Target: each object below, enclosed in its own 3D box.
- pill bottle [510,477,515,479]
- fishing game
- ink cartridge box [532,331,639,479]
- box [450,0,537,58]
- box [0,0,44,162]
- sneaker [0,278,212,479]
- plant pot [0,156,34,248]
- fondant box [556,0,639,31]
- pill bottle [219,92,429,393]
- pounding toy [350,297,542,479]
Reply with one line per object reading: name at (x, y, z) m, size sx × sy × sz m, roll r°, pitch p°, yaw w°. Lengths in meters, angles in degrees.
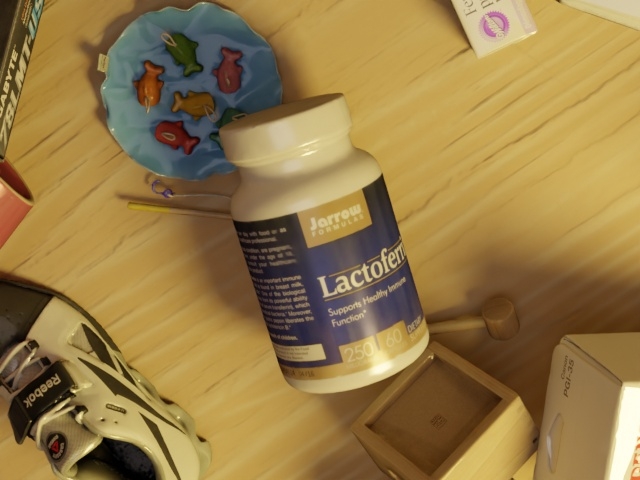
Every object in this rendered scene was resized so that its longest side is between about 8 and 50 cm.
pill bottle at (0.180, 0.392, 1.171) m, size 0.162 × 0.162 × 0.278 m, roll -22°, pitch 102°, yaw 11°
fishing game at (-0.131, -0.147, 1.120) m, size 0.189 × 0.041 × 0.264 m, roll 10°, pitch 106°, yaw 0°
ink cartridge box at (0.362, 0.201, 1.076) m, size 0.283 × 0.117 × 0.207 m, roll 0°, pitch 107°, yaw -17°
box at (0.105, -0.328, 1.032) m, size 0.063 × 0.067 × 0.324 m, roll -24°, pitch 101°, yaw 12°
box at (-0.408, -0.240, 1.045) m, size 0.293 × 0.073 × 0.296 m, roll 10°, pitch 79°, yaw 5°
sneaker at (-0.260, 0.167, 1.166) m, size 0.330 × 0.146 × 0.122 m, roll 38°, pitch 107°, yaw -4°
plant pot at (-0.393, -0.028, 1.111) m, size 0.180 × 0.201 × 0.201 m, roll -40°, pitch 98°, yaw -2°
fondant box at (0.255, -0.297, 0.886) m, size 0.096 × 0.330 × 0.238 m, roll 18°, pitch 106°, yaw 2°
pill bottle at (0.000, 0.000, 1.087) m, size 0.153 × 0.153 × 0.265 m, roll -15°, pitch 103°, yaw 10°
pounding toy at (0.138, 0.158, 1.140) m, size 0.206 × 0.181 × 0.094 m, roll -44°, pitch 130°, yaw -13°
